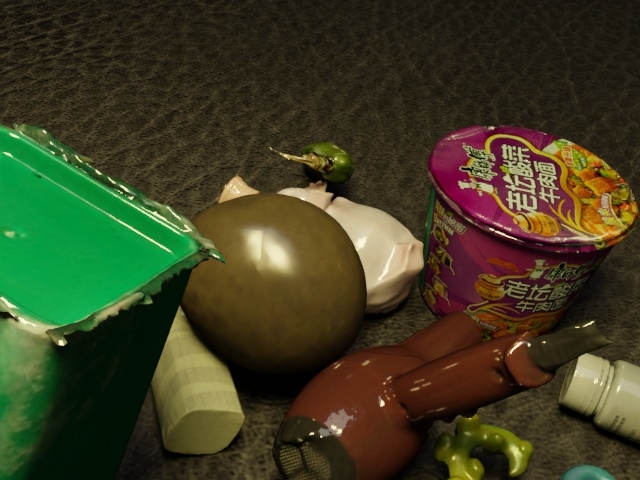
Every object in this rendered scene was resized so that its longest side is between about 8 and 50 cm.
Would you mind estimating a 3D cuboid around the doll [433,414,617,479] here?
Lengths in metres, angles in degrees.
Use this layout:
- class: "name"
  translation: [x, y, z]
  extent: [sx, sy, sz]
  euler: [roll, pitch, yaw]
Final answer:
- class: "doll"
  translation: [0.187, 0.317, 0.568]
  extent: [0.341, 0.098, 0.346]
  euler: [21, 34, 2]

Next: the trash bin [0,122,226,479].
- class: "trash bin"
  translation: [-0.238, 0.140, 0.445]
  extent: [0.295, 0.381, 0.259]
  euler: [31, 20, 5]

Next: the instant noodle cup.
- class: "instant noodle cup"
  translation: [0.239, 0.000, 0.867]
  extent: [0.251, 0.190, 0.251]
  euler: [5, 40, -4]

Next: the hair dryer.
- class: "hair dryer"
  translation: [0.137, 0.114, 0.633]
  extent: [0.313, 0.340, 0.123]
  euler: [-27, 84, -41]

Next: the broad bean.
- class: "broad bean"
  translation: [0.004, -0.115, 0.970]
  extent: [0.098, 0.056, 0.318]
  euler: [27, 6, 3]

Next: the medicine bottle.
- class: "medicine bottle"
  translation: [0.338, 0.176, 0.757]
  extent: [0.130, 0.080, 0.080]
  euler: [21, 42, 16]

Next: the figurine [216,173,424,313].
- class: "figurine"
  translation: [0.001, 0.000, 0.873]
  extent: [0.276, 0.133, 0.200]
  euler: [24, 49, 18]

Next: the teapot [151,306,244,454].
- class: "teapot"
  translation: [-0.133, 0.128, 0.750]
  extent: [0.107, 0.077, 0.200]
  euler: [12, 34, -34]

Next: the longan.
- class: "longan"
  translation: [-0.048, 0.043, 0.714]
  extent: [0.212, 0.198, 0.198]
  euler: [44, 42, -11]
